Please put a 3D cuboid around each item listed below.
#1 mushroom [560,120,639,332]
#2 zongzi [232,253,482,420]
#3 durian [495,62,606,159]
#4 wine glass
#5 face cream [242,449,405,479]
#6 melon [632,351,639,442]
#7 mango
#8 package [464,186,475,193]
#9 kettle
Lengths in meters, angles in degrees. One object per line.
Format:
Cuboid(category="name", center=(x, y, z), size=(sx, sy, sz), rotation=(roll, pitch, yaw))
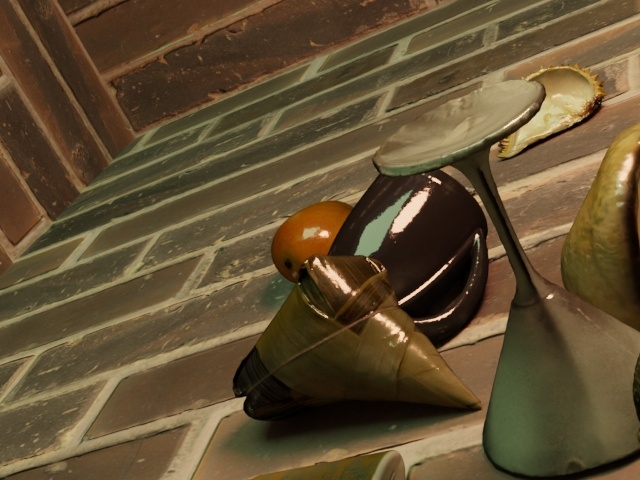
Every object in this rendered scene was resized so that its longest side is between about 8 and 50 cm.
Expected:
Cuboid(category="mushroom", center=(0.414, -0.039, 1.471), size=(0.292, 0.217, 0.212), rotation=(-40, 19, -28))
Cuboid(category="zongzi", center=(0.042, 0.213, 1.532), size=(0.154, 0.317, 0.289), rotation=(-6, -44, -50))
Cuboid(category="durian", center=(0.452, -0.255, 2.173), size=(0.252, 0.144, 0.139), rotation=(-21, 58, 2))
Cuboid(category="wine glass", center=(0.238, 0.036, 1.250), size=(0.267, 0.406, 0.267), rotation=(-23, 18, 8))
Cuboid(category="face cream", center=(-0.037, 0.338, 1.357), size=(0.285, 0.067, 0.139), rotation=(-17, 22, 28))
Cuboid(category="melon", center=(0.446, 0.127, 0.975), size=(0.329, 0.248, 0.248), rotation=(-22, 20, 4))
Cuboid(category="mango", center=(-0.007, 0.002, 2.052), size=(0.176, 0.139, 0.254), rotation=(-13, 14, 6))
Cuboid(category="package", center=(0.248, -0.071, 2.066), size=(0.110, 0.015, 0.037), rotation=(-33, 19, -17))
Cuboid(category="kettle", center=(0.133, 0.047, 1.704), size=(0.268, 0.207, 0.290), rotation=(20, 53, 29))
